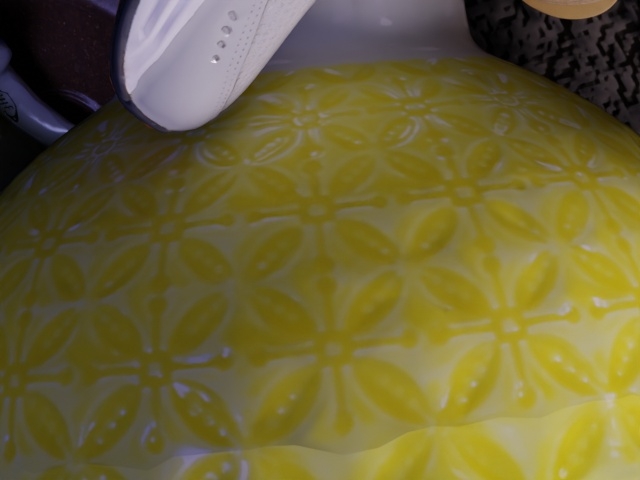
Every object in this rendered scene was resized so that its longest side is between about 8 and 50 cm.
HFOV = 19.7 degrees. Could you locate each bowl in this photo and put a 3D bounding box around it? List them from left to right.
[{"bbox_3d":[0.000,0.000,0.605,0.289,0.289,0.156,-8,89,36],"label":"bowl"}]

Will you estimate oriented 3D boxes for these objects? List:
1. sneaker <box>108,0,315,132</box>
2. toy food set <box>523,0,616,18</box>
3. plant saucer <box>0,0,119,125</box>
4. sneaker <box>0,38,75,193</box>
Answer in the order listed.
[{"bbox_3d":[0.051,-0.116,0.478,0.121,0.099,0.262,37,105,-16],"label":"sneaker"},{"bbox_3d":[0.076,-0.111,0.590,0.083,0.020,0.082,41,137,-8],"label":"toy food set"},{"bbox_3d":[-0.091,-0.052,0.737,0.198,0.036,0.199,18,136,18],"label":"plant saucer"},{"bbox_3d":[-0.114,0.007,0.719,0.081,0.080,0.211,-9,125,41],"label":"sneaker"}]
